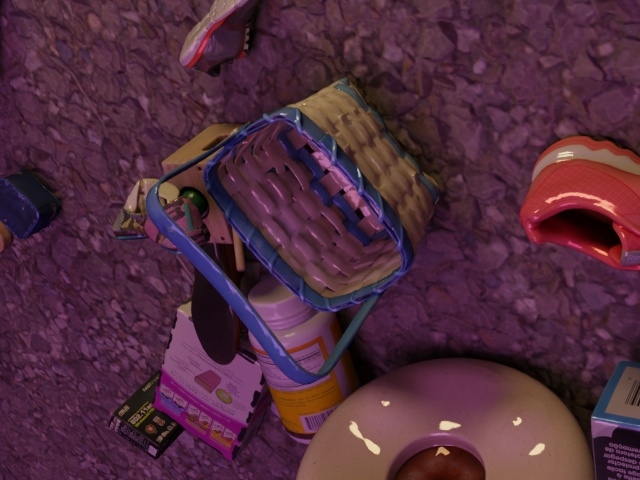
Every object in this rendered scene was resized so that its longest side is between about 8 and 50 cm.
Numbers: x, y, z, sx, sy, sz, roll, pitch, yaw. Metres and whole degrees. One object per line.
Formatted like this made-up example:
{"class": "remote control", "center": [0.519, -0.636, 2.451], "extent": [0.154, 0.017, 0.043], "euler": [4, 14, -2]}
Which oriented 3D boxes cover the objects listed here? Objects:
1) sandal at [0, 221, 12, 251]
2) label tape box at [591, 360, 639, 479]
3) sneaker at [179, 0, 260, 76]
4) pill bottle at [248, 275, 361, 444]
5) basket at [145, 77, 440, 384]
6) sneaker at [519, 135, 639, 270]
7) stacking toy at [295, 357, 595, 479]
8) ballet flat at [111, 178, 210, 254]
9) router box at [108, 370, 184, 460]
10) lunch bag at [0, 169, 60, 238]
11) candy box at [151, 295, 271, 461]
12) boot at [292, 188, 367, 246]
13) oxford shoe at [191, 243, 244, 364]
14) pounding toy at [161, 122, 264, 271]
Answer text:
{"class": "sandal", "center": [-0.606, 0.016, 1.657], "extent": [0.240, 0.079, 0.088], "euler": [-12, 113, 39]}
{"class": "label tape box", "center": [0.435, 0.312, 1.076], "extent": [0.249, 0.115, 0.348], "euler": [6, 121, 31]}
{"class": "sneaker", "center": [-0.099, -0.243, 1.155], "extent": [0.065, 0.061, 0.158], "euler": [29, 140, -23]}
{"class": "pill bottle", "center": [-0.022, 0.152, 1.324], "extent": [0.117, 0.117, 0.215], "euler": [-1, 119, 35]}
{"class": "basket", "center": [-0.017, -0.018, 1.080], "extent": [0.255, 0.289, 0.201], "euler": [52, 133, -5]}
{"class": "sneaker", "center": [0.337, -0.004, 0.954], "extent": [0.313, 0.136, 0.116], "euler": [13, 128, 27]}
{"class": "stacking toy", "center": [0.193, 0.414, 1.275], "extent": [0.350, 0.351, 0.480], "euler": [7, 139, 31]}
{"class": "ballet flat", "center": [-0.188, -0.032, 1.176], "extent": [0.221, 0.076, 0.079], "euler": [9, 106, 62]}
{"class": "router box", "center": [-0.253, 0.269, 1.563], "extent": [0.092, 0.122, 0.038], "euler": [31, 129, 12]}
{"class": "lunch bag", "center": [-0.436, -0.054, 1.503], "extent": [0.098, 0.065, 0.067], "euler": [46, 119, 0]}
{"class": "candy box", "center": [-0.148, 0.197, 1.475], "extent": [0.159, 0.071, 0.233], "euler": [33, 134, 11]}
{"class": "boot", "center": [0.000, 0.000, 1.263], "extent": [0.114, 0.037, 0.106], "euler": [34, 136, 4]}
{"class": "oxford shoe", "center": [-0.126, 0.061, 1.340], "extent": [0.076, 0.076, 0.212], "euler": [7, 108, 33]}
{"class": "pounding toy", "center": [-0.113, -0.054, 1.225], "extent": [0.100, 0.141, 0.130], "euler": [2, 122, 33]}
